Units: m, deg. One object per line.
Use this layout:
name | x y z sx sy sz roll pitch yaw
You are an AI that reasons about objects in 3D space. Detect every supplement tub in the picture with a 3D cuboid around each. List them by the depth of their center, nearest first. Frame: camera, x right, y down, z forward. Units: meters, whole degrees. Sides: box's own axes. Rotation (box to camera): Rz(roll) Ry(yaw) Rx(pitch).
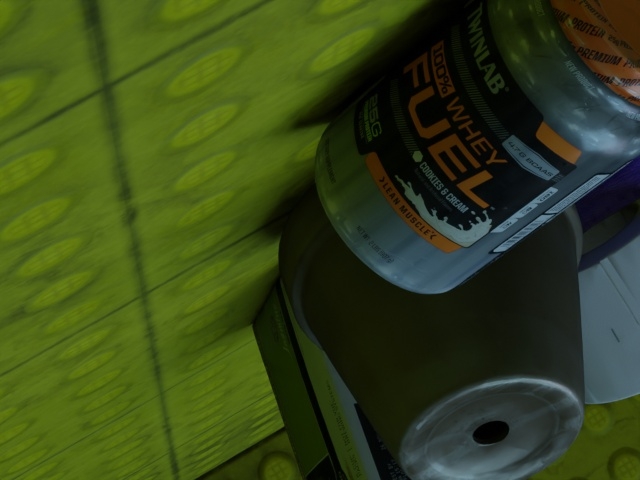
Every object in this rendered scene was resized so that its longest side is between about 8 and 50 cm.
supplement tub | 0.158 -0.106 1.495 0.316 0.194 0.193 -40 167 36

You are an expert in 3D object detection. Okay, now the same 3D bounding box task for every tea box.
tea box | 0.081 0.190 2.205 0.220 0.329 0.323 -15 167 -16

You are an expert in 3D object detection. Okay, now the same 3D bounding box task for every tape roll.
tape roll | 0.359 0.057 2.063 0.246 0.169 0.246 -31 -167 8

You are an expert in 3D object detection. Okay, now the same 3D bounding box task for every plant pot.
plant pot | 0.142 0.092 1.775 0.323 0.280 0.323 -9 138 -8

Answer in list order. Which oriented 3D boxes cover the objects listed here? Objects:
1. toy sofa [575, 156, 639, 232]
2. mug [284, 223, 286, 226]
toy sofa | 0.306 -0.113 1.944 0.362 0.177 0.150 -32 170 5
mug | 0.003 -0.002 1.901 0.062 0.064 0.078 -31 170 -7
